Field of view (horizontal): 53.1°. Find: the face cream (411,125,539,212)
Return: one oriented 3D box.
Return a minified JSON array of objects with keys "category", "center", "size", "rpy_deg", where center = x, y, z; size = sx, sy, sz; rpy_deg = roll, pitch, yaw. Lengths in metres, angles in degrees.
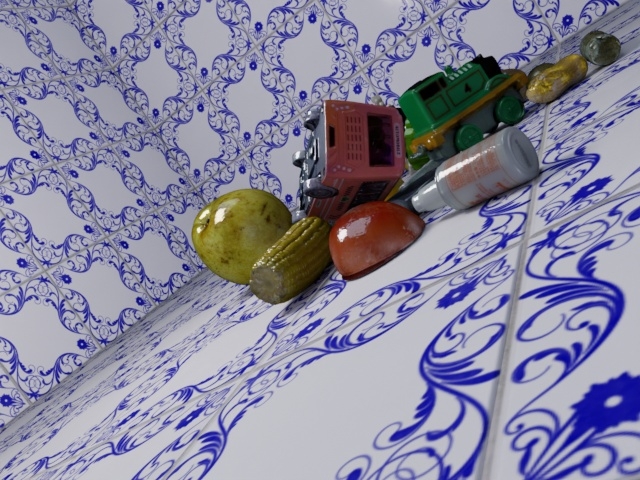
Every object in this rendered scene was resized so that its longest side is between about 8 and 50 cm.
[{"category":"face cream","center":[0.264,-0.109,1.169],"size":[0.252,0.101,0.101],"rpy_deg":[-28,9,44]}]

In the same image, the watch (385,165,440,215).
[{"category":"watch","center":[0.227,-0.107,1.474],"size":[0.193,0.068,0.206],"rpy_deg":[-38,6,-25]}]

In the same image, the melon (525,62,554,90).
[{"category":"melon","center":[0.659,-0.472,1.880],"size":[0.099,0.099,0.162],"rpy_deg":[-28,8,40]}]

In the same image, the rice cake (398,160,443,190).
[{"category":"rice cake","center":[0.302,-0.198,1.892],"size":[0.207,0.033,0.033],"rpy_deg":[-40,-1,-33]}]

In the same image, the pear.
[{"category":"pear","center":[-0.235,-0.010,1.919],"size":[0.304,0.304,0.304],"rpy_deg":[-33,7,4]}]

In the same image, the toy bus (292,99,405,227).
[{"category":"toy bus","center":[0.058,-0.167,1.564],"size":[0.233,0.203,0.427],"rpy_deg":[1,-15,-8]}]

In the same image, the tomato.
[{"category":"tomato","center":[0.102,-0.021,1.286],"size":[0.199,0.112,0.228],"rpy_deg":[-31,10,4]}]

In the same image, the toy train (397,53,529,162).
[{"category":"toy train","center":[0.400,-0.384,1.821],"size":[0.429,0.249,0.178],"rpy_deg":[-36,7,-12]}]

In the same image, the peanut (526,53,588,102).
[{"category":"peanut","center":[0.652,-0.443,1.764],"size":[0.207,0.087,0.087],"rpy_deg":[-34,7,-16]}]

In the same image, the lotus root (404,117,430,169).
[{"category":"lotus root","center":[0.365,-0.316,1.999],"size":[0.186,0.186,0.186],"rpy_deg":[-33,7,4]}]

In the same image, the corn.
[{"category":"corn","center":[-0.056,0.044,1.453],"size":[0.131,0.131,0.344],"rpy_deg":[-30,7,27]}]

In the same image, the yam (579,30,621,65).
[{"category":"yam","center":[0.791,-0.546,1.816],"size":[0.093,0.093,0.259],"rpy_deg":[-31,8,24]}]

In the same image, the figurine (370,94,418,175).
[{"category":"figurine","center":[0.258,-0.358,2.154],"size":[0.143,0.308,0.308],"rpy_deg":[-44,7,2]}]

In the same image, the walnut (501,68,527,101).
[{"category":"walnut","center":[0.610,-0.493,2.109],"size":[0.162,0.140,0.140],"rpy_deg":[-24,7,3]}]

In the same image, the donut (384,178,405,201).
[{"category":"donut","center":[0.172,-0.148,1.938],"size":[0.259,0.101,0.152],"rpy_deg":[-34,11,-36]}]
